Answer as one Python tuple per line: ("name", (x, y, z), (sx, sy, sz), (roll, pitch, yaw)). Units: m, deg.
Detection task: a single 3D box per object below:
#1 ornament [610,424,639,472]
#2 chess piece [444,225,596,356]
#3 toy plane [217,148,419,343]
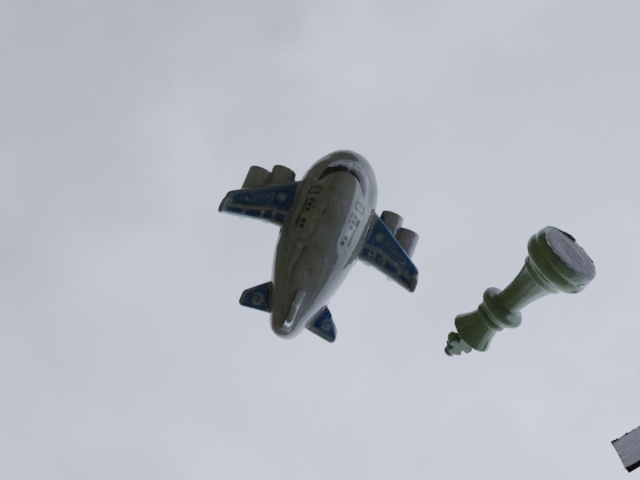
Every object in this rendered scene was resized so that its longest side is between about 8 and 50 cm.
("ornament", (0.367, 0.245, 0.716), (0.081, 0.088, 0.203), (-42, -97, 11))
("chess piece", (0.154, 0.054, 0.663), (0.149, 0.059, 0.059), (-46, -131, 31))
("toy plane", (-0.001, 0.001, 1.003), (0.267, 0.122, 0.266), (3, -108, -10))
